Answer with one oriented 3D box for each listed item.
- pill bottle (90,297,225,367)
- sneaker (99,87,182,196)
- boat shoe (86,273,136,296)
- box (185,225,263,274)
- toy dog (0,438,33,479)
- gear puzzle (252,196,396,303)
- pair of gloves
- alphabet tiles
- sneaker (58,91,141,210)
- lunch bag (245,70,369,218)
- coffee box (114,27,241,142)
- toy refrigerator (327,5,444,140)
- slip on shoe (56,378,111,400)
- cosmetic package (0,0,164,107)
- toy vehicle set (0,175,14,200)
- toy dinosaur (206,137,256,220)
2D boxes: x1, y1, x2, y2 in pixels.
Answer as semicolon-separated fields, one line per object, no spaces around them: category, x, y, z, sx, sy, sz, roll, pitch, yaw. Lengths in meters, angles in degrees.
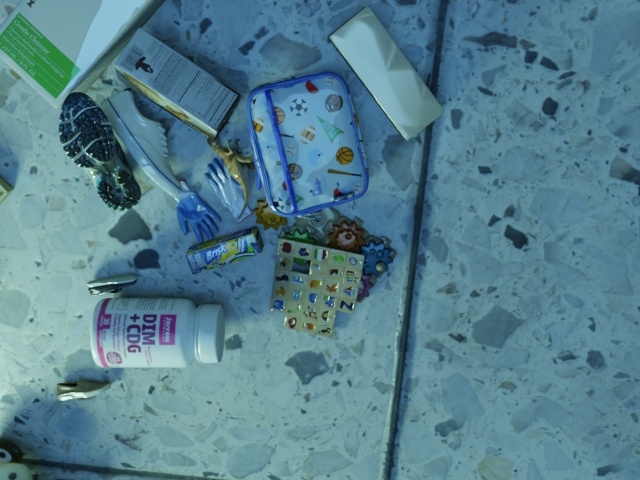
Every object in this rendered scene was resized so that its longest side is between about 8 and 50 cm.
pill bottle;-0.369;0.212;1.927;0.283;0.160;0.160;0;108;3
sneaker;-0.371;-0.214;1.823;0.091;0.094;0.258;-36;104;-1
boat shoe;-0.485;0.107;1.958;0.125;0.046;0.038;-9;107;9
box;-0.218;0.022;1.910;0.168;0.059;0.054;-16;107;8
toy dog;-0.790;0.697;2.075;0.395;0.284;0.408;12;114;38
gear puzzle;0.000;0.000;1.900;0.339;0.044;0.175;34;106;-8
pair of gloves;-0.245;-0.092;1.896;0.198;0.023;0.159;-27;105;11
alphabet tiles;-0.013;0.116;1.929;0.198;0.009;0.237;11;119;4
sneaker;-0.481;-0.198;1.789;0.110;0.122;0.283;-22;129;-7
lunch bag;-0.034;-0.199;1.785;0.243;0.115;0.304;-13;105;-3
coffee box;-0.298;-0.321;1.754;0.246;0.141;0.098;33;84;-8
toy refrigerator;0.136;-0.350;1.759;0.102;0.094;0.269;-38;103;6
slip on shoe;-0.580;0.358;2.045;0.135;0.051;0.041;-11;95;13
cosmetic package;-0.476;-0.475;1.717;0.197;0.155;0.365;42;106;-9
toy vehicle set;-0.851;-0.155;1.898;0.166;0.035;0.267;-40;102;14
toy dinosaur;-0.174;-0.154;1.843;0.112;0.064;0.212;-32;74;7
